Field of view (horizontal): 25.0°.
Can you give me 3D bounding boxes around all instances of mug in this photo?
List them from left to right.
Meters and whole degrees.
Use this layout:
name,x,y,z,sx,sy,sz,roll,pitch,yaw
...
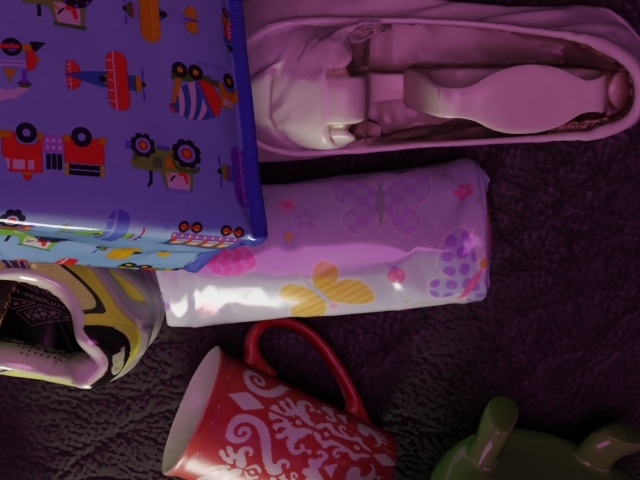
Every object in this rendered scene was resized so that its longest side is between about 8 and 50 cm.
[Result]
name,x,y,z,sx,sy,sz,roll,pitch,yaw
mug,-0.023,0.155,1.182,0.169,0.113,0.150,25,106,-12

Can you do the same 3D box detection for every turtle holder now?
name,x,y,z,sx,sy,sz,roll,pitch,yaw
turtle holder,0.149,0.287,1.134,0.243,0.320,0.227,48,125,23

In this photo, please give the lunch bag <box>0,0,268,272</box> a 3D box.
name,x,y,z,sx,sy,sz,roll,pitch,yaw
lunch bag,-0.164,-0.137,0.987,0.221,0.138,0.293,5,77,-27

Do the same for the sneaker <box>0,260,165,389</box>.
name,x,y,z,sx,sy,sz,roll,pitch,yaw
sneaker,-0.309,0.012,1.112,0.384,0.147,0.145,13,108,-4

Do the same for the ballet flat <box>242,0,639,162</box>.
name,x,y,z,sx,sy,sz,roll,pitch,yaw
ballet flat,0.059,-0.121,1.089,0.400,0.139,0.139,-2,107,0

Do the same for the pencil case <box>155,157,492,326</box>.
name,x,y,z,sx,sy,sz,roll,pitch,yaw
pencil case,0.000,0.000,1.133,0.273,0.124,0.113,-3,136,1
